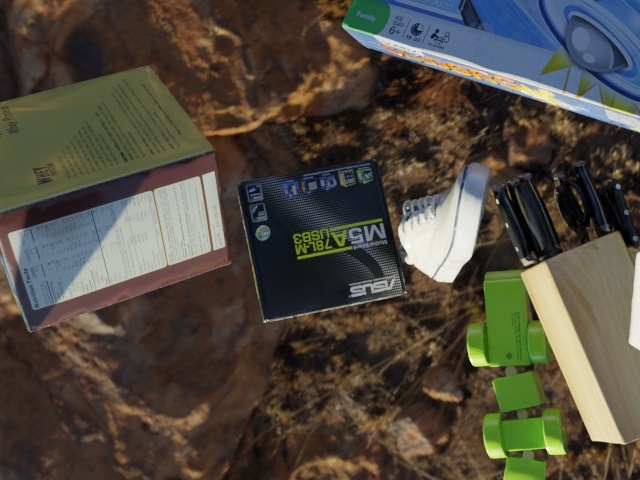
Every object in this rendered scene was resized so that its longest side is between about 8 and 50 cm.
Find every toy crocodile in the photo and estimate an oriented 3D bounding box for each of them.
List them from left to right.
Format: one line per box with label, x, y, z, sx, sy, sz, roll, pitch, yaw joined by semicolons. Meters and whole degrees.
toy crocodile;0.292;0.212;1.317;0.115;0.105;0.340;-10;83;21

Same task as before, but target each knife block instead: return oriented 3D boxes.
knife block;0.279;0.058;1.003;0.242;0.088;0.275;24;79;0

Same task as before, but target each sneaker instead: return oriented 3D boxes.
sneaker;0.139;-0.017;1.065;0.091;0.094;0.258;16;155;4

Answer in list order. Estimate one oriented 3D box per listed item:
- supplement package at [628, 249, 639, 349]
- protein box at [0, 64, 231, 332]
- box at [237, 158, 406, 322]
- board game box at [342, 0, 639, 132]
supplement package;0.327;0.016;0.671;0.105;0.179;0.105;32;149;37
protein box;-0.221;-0.049;0.868;0.200;0.201;0.136;50;151;46
box;0.000;0.000;1.165;0.191;0.045;0.184;-10;80;-7
board game box;0.124;-0.130;0.412;0.201;0.035;0.136;23;93;26
